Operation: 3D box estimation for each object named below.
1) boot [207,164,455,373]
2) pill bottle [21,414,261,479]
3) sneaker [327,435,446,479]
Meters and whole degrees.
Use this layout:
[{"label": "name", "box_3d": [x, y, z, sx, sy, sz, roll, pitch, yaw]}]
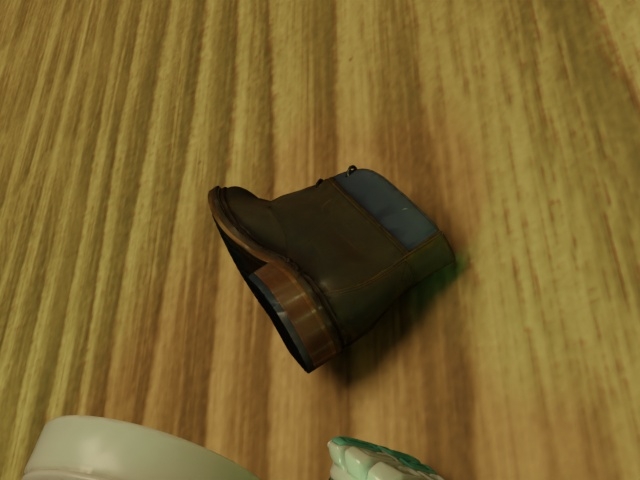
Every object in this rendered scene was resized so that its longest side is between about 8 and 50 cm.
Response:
[{"label": "boot", "box_3d": [0.000, 0.000, 0.698, 0.106, 0.082, 0.219, -29, 29, -6]}, {"label": "pill bottle", "box_3d": [-0.126, 0.250, 0.491, 0.181, 0.181, 0.323, -13, 49, 43]}, {"label": "sneaker", "box_3d": [0.049, 0.152, 0.501, 0.166, 0.065, 0.076, 26, 96, 59]}]
